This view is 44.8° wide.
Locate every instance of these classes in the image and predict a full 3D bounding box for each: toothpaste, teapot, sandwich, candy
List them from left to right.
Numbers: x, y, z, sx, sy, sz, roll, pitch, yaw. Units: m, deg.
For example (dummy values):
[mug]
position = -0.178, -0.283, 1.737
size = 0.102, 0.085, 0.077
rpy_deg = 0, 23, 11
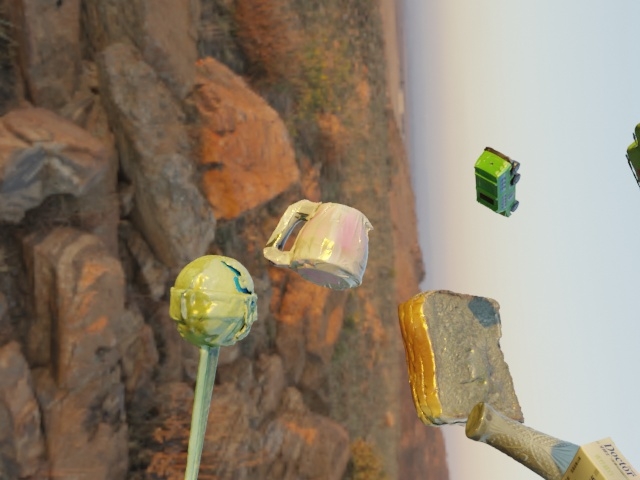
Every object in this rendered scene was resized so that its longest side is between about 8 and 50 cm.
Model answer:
[candy]
position = -0.127, 0.182, 0.808
size = 0.093, 0.092, 0.336
rpy_deg = 105, -7, -87
[teapot]
position = 0.010, 0.006, 1.735
size = 0.163, 0.221, 0.178
rpy_deg = 37, 63, -42
[sandwich]
position = 0.304, 0.258, 1.704
size = 0.271, 0.099, 0.301
rpy_deg = 11, 61, -37
[toothpaste]
position = 0.385, 0.443, 1.191
size = 0.081, 0.067, 0.337
rpy_deg = 56, -36, 43

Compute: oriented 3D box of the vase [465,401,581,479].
[vase]
position = 0.385, 0.386, 1.471
size = 0.096, 0.219, 0.096
rpy_deg = -62, -178, 3

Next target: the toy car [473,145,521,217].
[toy car]
position = 0.326, -0.100, 1.446
size = 0.062, 0.071, 0.165
rpy_deg = -44, 147, -17

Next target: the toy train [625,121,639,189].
[toy train]
position = 0.460, -0.054, 0.775
size = 0.249, 0.173, 0.307
rpy_deg = 57, -10, -20
